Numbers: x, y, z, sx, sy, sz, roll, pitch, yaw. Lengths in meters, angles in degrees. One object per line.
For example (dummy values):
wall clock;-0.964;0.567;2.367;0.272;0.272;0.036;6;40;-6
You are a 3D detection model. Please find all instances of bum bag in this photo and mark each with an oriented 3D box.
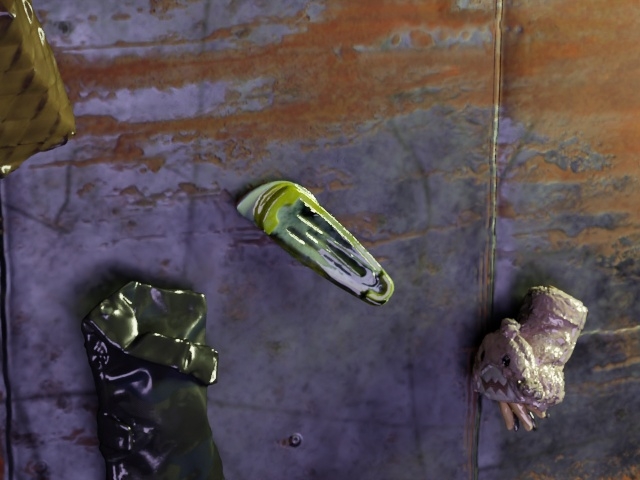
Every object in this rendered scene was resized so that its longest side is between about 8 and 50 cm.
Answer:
bum bag;-0.156;0.180;1.795;0.137;0.074;0.310;-17;118;-27

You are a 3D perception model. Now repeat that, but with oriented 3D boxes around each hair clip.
hair clip;0.000;0.000;1.814;0.188;0.033;0.060;39;89;-22

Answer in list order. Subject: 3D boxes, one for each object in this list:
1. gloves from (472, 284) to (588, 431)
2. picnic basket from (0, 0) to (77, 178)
gloves;0.213;0.114;1.889;0.094;0.110;0.144;32;65;-17
picnic basket;-0.368;-0.198;1.511;0.254;0.291;0.321;-29;70;-7
